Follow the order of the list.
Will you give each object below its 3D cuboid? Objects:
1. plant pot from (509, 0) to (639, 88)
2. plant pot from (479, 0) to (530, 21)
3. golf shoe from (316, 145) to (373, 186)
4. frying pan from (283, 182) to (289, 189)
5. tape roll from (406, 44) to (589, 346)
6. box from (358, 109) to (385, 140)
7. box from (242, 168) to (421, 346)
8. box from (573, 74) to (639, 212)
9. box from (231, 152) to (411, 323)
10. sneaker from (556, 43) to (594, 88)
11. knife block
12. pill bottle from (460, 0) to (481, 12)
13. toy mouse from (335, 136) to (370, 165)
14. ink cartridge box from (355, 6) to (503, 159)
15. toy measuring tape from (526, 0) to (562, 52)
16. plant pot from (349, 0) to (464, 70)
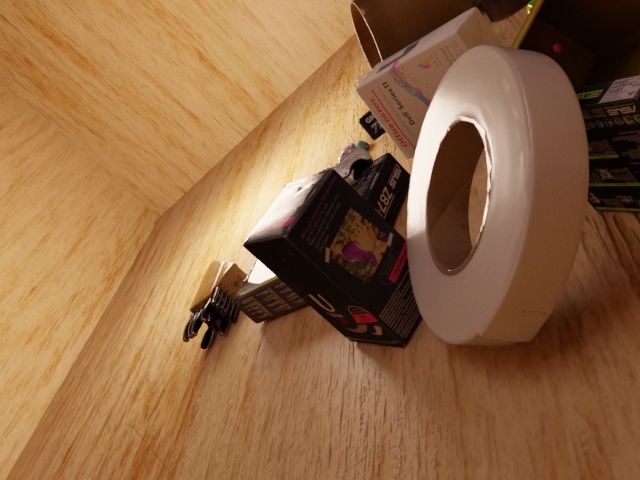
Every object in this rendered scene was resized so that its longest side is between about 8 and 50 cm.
[{"bbox_3d":[0.398,-0.297,1.043,0.212,0.212,0.187,-61,6,-6],"label":"plant pot"},{"bbox_3d":[0.465,-0.738,1.735,0.215,0.230,0.215,-41,20,18],"label":"plant pot"},{"bbox_3d":[0.042,-0.131,1.428,0.176,0.069,0.086,-47,26,-2],"label":"golf shoe"},{"bbox_3d":[-0.078,-0.098,1.912,0.197,0.053,0.326,-54,18,-18],"label":"frying pan"},{"bbox_3d":[0.207,-0.054,0.865,0.392,0.071,0.393,-175,90,-78],"label":"tape roll"},{"bbox_3d":[0.249,-0.393,1.671,0.295,0.073,0.293,-37,9,24],"label":"box"},{"bbox_3d":[0.036,0.035,1.072,0.143,0.270,0.165,-55,20,-22],"label":"box"},{"bbox_3d":[0.361,-0.107,0.794,0.045,0.184,0.190,-52,19,-10],"label":"box"},{"bbox_3d":[0.000,0.000,1.489,0.394,0.097,0.318,-27,25,44],"label":"box"},{"bbox_3d":[0.398,-0.250,1.183,0.221,0.083,0.087,-44,5,-6],"label":"sneaker"},{"bbox_3d":[-0.294,0.174,1.782,0.242,0.088,0.275,-52,20,-14],"label":"knife block"},{"bbox_3d":[0.318,-0.649,1.936,0.334,0.188,0.188,-51,19,-10],"label":"pill bottle"},{"bbox_3d":[0.094,-0.256,1.883,0.143,0.031,0.161,-48,19,-2],"label":"toy mouse"},{"bbox_3d":[0.224,-0.307,1.401,0.353,0.207,0.119,-19,27,48],"label":"ink cartridge box"},{"bbox_3d":[0.502,-0.379,1.207,0.121,0.121,0.330,-46,42,3],"label":"toy measuring tape"},{"bbox_3d":[0.238,-0.564,1.737,0.254,0.237,0.237,-24,21,0],"label":"plant pot"}]
